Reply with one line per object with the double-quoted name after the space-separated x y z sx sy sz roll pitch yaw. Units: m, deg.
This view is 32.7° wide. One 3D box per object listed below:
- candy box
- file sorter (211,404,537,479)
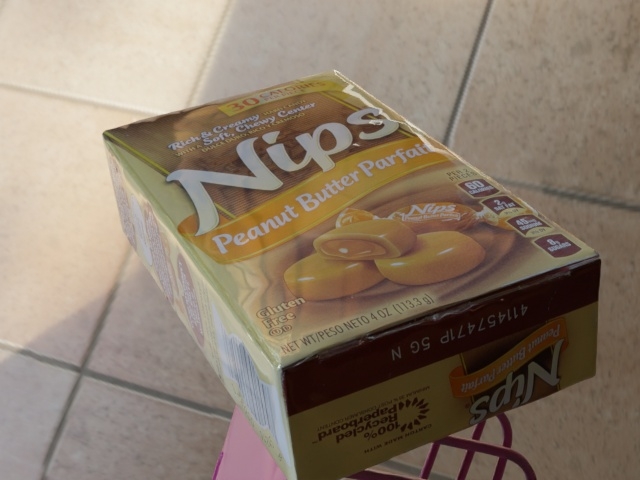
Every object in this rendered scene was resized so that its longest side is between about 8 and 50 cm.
0.000 0.000 0.667 0.183 0.087 0.316 -17 33 -19 "candy box"
0.032 0.187 0.772 0.182 0.290 0.202 14 105 -10 "file sorter"
